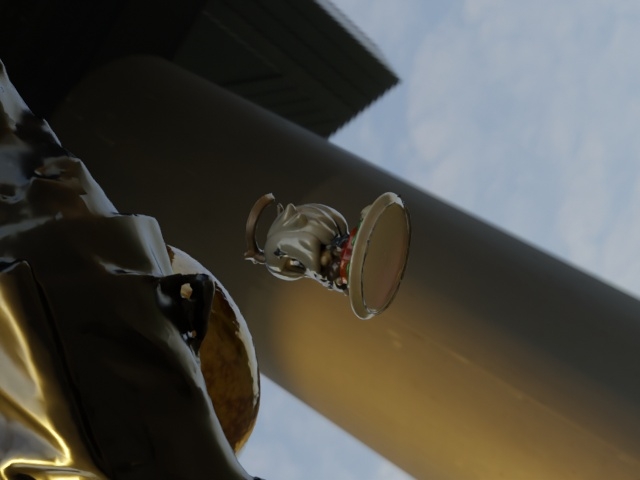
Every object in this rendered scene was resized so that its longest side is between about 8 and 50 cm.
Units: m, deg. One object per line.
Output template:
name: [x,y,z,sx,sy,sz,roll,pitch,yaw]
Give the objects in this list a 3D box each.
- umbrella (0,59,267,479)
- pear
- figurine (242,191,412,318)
umbrella: [-0.069,0.050,0.379,0.118,0.118,0.340,-28,-82,-36]
pear: [-0.192,0.130,1.217,0.280,0.280,0.281,-29,-47,-36]
figurine: [0.000,0.000,1.262,0.132,0.153,0.132,-41,-43,-52]
